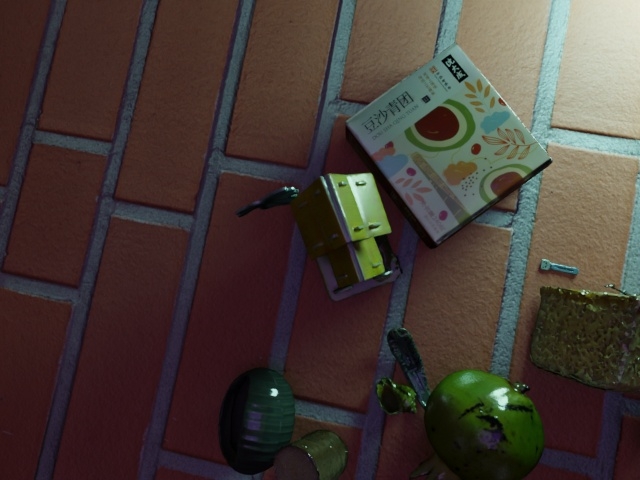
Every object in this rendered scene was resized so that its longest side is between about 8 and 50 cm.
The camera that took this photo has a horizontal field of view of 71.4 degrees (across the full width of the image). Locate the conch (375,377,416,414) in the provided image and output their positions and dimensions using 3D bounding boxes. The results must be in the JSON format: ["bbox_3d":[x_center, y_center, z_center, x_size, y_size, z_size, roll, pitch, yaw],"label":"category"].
[{"bbox_3d":[0.189,0.398,1.120,0.121,0.074,0.089,35,56,27],"label":"conch"}]

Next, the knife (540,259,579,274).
[{"bbox_3d":[0.615,0.071,1.144,0.096,0.010,0.027,12,87,5],"label":"knife"}]

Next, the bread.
[{"bbox_3d":[0.716,0.231,1.099,0.315,0.279,0.249,14,87,-37],"label":"bread"}]

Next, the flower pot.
[{"bbox_3d":[-0.153,0.437,1.090,0.157,0.189,0.243,14,79,-34],"label":"flower pot"}]

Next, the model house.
[{"bbox_3d":[0.000,0.000,1.043,0.339,0.323,0.301,-20,84,3],"label":"model house"}]

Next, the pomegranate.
[{"bbox_3d":[0.345,0.451,1.018,0.260,0.260,0.341,41,86,6],"label":"pomegranate"}]

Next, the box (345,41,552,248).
[{"bbox_3d":[0.311,-0.234,1.136,0.344,0.122,0.385,-36,84,1],"label":"box"}]

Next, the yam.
[{"bbox_3d":[-0.018,0.529,1.056,0.127,0.238,0.130,16,85,21],"label":"yam"}]

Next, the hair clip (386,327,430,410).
[{"bbox_3d":[0.235,0.329,1.142,0.065,0.036,0.229,-23,87,2],"label":"hair clip"}]
